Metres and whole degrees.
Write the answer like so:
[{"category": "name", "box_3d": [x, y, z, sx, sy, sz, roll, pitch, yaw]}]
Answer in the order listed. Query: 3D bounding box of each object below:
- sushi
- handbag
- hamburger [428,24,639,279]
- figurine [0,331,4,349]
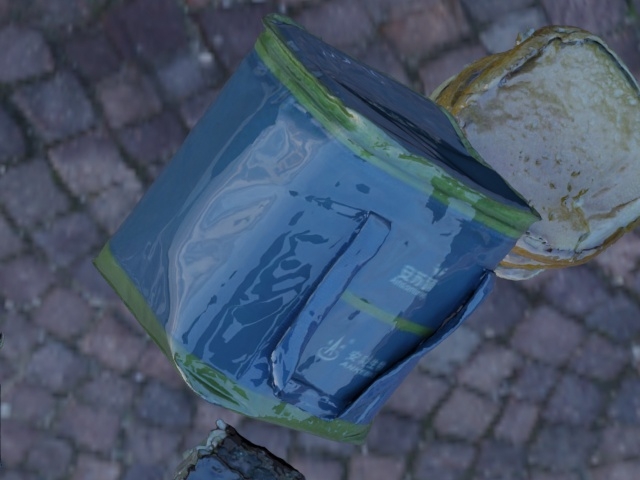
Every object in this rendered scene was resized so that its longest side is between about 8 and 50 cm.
[{"category": "sushi", "box_3d": [-0.075, 0.182, 1.115, 0.078, 0.150, 0.090, 33, 162, -2]}, {"category": "handbag", "box_3d": [0.000, 0.000, 1.456, 0.263, 0.222, 0.241, 22, 111, -43]}, {"category": "hamburger", "box_3d": [0.217, -0.092, 1.895, 0.245, 0.260, 0.211, 6, 166, -13]}, {"category": "figurine", "box_3d": [-0.403, 0.119, 1.743, 0.194, 0.274, 0.133, 50, 149, 8]}]
